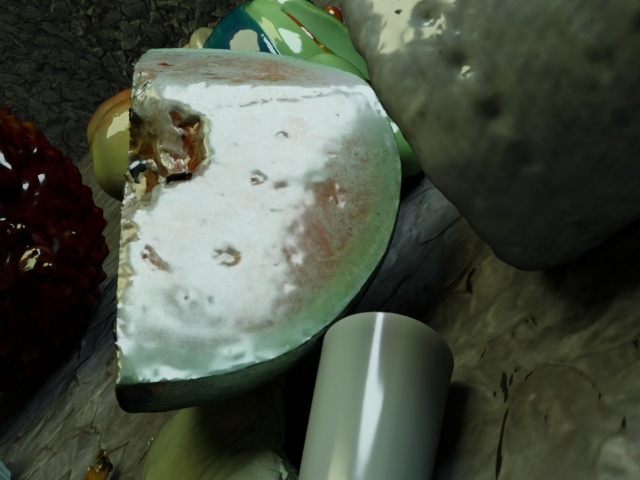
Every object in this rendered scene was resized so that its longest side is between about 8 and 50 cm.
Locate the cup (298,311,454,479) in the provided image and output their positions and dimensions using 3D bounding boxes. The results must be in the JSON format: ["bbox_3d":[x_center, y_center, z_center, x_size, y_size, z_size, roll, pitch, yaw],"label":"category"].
[{"bbox_3d":[0.022,0.108,0.411,0.104,0.074,0.116,122,169,-44],"label":"cup"}]

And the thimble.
[{"bbox_3d":[0.127,-0.112,0.431,0.157,0.217,0.245,-31,8,21],"label":"thimble"}]

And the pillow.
[{"bbox_3d":[-0.072,0.154,0.500,0.148,0.050,0.230,-38,15,9],"label":"pillow"}]

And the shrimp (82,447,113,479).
[{"bbox_3d":[-0.207,0.231,0.643,0.091,0.025,0.127,-34,25,28],"label":"shrimp"}]

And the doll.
[{"bbox_3d":[-0.027,-0.136,0.775,0.186,0.198,0.322,-46,26,17],"label":"doll"}]

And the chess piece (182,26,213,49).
[{"bbox_3d":[-0.281,-0.275,1.588,0.299,0.167,0.167,-42,20,23],"label":"chess piece"}]

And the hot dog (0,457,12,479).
[{"bbox_3d":[-0.439,0.322,0.821,0.270,0.082,0.162,-45,22,-6],"label":"hot dog"}]

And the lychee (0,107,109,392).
[{"bbox_3d":[-0.485,0.014,1.026,0.500,0.425,0.425,9,52,34],"label":"lychee"}]

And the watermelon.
[{"bbox_3d":[-0.050,-0.004,0.564,0.175,0.188,0.322,103,169,-54],"label":"watermelon"}]

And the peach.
[{"bbox_3d":[-0.280,-0.161,1.325,0.232,0.232,0.232,-37,22,18],"label":"peach"}]
